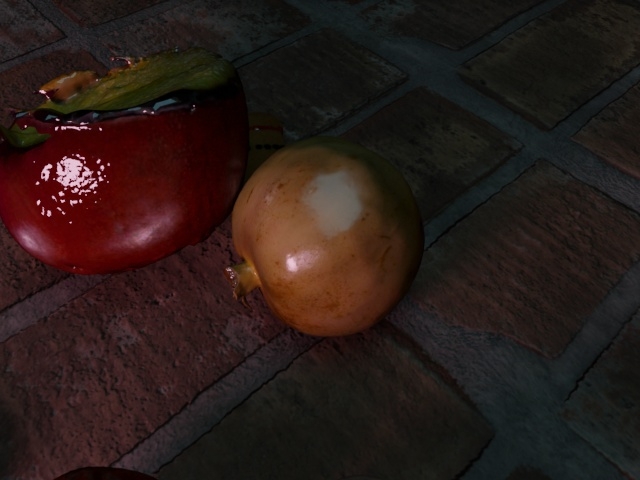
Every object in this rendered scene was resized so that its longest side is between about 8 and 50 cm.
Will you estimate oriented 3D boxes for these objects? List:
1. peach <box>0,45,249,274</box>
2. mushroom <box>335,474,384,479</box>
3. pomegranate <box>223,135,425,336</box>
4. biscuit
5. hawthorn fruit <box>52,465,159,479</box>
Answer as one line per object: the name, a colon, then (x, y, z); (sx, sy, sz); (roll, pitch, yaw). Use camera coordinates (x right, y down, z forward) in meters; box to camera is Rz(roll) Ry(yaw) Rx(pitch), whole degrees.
peach: (-0.296, -0.140, 0.971); (0.353, 0.416, 0.339); (35, 29, -23)
mushroom: (0.072, 0.390, 0.674); (0.243, 0.244, 0.244); (2, 49, -2)
pomegranate: (0.000, 0.000, 0.949); (0.318, 0.319, 0.319); (2, 49, -2)
biscuit: (-0.193, -0.163, 1.226); (0.261, 0.052, 0.277); (-3, 50, -6)
hawthorn fruit: (-0.226, 0.373, 0.646); (0.230, 0.211, 0.266); (-8, 13, -28)
